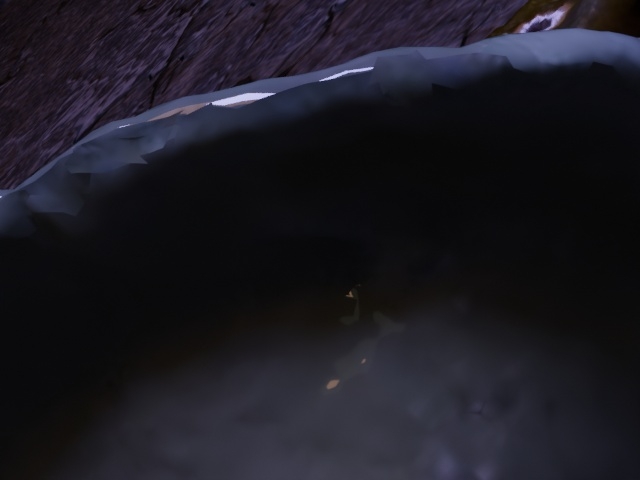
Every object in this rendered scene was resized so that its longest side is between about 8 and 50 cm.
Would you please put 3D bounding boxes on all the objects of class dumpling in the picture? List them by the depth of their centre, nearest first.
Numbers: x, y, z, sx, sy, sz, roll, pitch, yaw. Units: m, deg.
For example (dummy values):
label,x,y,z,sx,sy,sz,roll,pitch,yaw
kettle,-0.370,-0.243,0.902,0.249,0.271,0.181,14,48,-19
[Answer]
label,x,y,z,sx,sy,sz,roll,pitch,yaw
dumpling,-0.006,0.080,0.456,0.320,0.212,0.270,-56,-22,11

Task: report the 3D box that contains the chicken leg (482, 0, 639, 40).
label,x,y,z,sx,sy,sz,roll,pitch,yaw
chicken leg,-0.008,0.006,0.738,0.361,0.140,0.211,-39,36,-14
